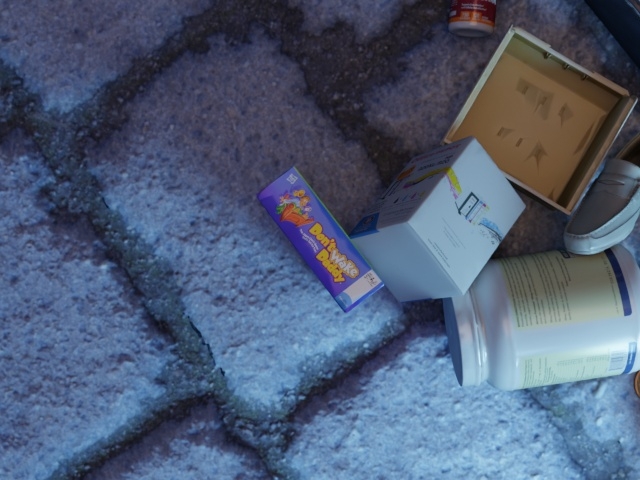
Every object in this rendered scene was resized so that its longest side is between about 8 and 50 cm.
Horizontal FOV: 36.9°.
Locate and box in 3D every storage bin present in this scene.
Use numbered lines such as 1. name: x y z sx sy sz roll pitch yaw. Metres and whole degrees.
1. storage bin: 0.396 -0.221 1.755 0.262 0.123 0.260 30 91 1

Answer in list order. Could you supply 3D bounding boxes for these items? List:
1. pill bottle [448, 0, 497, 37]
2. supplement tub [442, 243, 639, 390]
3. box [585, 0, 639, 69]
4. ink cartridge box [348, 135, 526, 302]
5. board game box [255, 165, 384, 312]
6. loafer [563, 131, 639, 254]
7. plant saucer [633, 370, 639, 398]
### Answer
1. pill bottle: 0.285 -0.459 1.774 0.086 0.086 0.152 5 90 1
2. supplement tub: 0.392 0.138 1.699 0.324 0.235 0.236 -8 90 1
3. box: 0.641 -0.491 1.717 0.296 0.183 0.294 -37 85 2
4. ink cartridge box: 0.204 -0.035 1.674 0.168 0.171 0.233 51 58 -17
5. board game box: 0.000 0.000 1.648 0.078 0.347 0.233 -37 90 0
6. loafer: 0.524 -0.092 1.699 0.319 0.112 0.112 -43 125 -33
7. plant saucer: 0.633 0.270 1.806 0.083 0.013 0.084 0 91 1
